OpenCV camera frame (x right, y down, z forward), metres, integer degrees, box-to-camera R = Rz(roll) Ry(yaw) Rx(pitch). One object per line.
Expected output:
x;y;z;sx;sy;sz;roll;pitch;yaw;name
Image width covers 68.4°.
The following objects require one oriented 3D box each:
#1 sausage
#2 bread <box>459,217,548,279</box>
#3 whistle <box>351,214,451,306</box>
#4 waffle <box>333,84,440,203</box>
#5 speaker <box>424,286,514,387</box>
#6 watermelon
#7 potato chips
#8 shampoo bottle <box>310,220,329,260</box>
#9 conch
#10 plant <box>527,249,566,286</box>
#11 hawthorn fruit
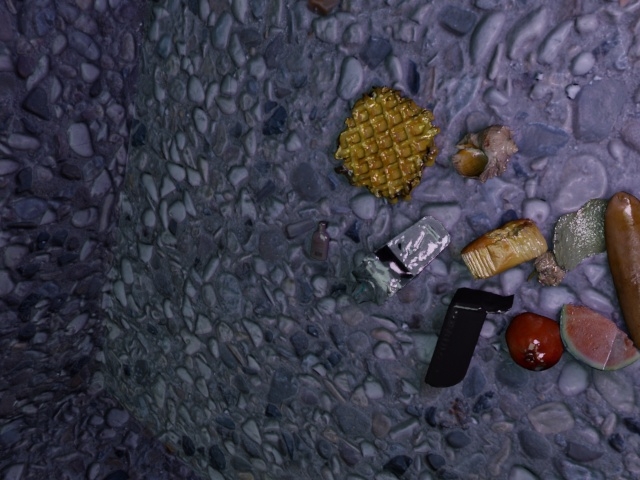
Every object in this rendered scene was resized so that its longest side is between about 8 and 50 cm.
0.905;0.097;1.346;0.123;0.136;0.501;-16;98;16;sausage
0.579;0.026;1.509;0.250;0.179;0.133;-29;82;34;bread
0.277;0.080;1.706;0.168;0.188;0.405;51;123;11;whistle
0.231;-0.341;1.680;0.382;0.095;0.380;37;119;22;waffle
0.513;0.342;1.642;0.184;0.180;0.388;21;113;21;speaker
0.816;0.313;1.431;0.231;0.146;0.128;37;164;48;watermelon
0.799;-0.017;1.427;0.228;0.059;0.167;-40;89;19;potato chips
0.000;0.000;1.948;0.080;0.040;0.165;17;111;29;shampoo bottle
0.511;-0.274;1.485;0.163;0.178;0.245;47;167;-34;conch
0.719;0.094;1.515;0.122;0.104;0.117;-26;51;61;plant
0.682;0.334;1.514;0.185;0.202;0.185;13;118;26;hawthorn fruit
